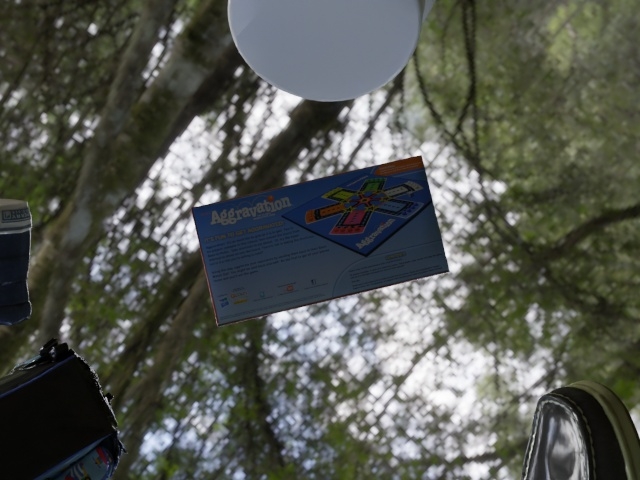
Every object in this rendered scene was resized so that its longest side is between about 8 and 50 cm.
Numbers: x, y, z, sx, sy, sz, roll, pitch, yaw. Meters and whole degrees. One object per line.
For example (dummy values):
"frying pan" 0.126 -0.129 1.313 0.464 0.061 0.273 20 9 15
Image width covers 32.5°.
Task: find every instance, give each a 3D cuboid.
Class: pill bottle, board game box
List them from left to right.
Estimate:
"board game box" 0.000 0.000 1.297 0.027 0.281 0.145 132 125 -85
"pill bottle" 0.016 -0.240 0.862 0.161 0.161 0.283 31 -143 -19

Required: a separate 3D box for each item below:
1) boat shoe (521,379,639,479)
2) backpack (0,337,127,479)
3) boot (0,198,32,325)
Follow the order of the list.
"boat shoe" 0.118 0.185 0.562 0.073 0.224 0.080 0 -174 -23
"backpack" -0.236 0.162 0.873 0.117 0.158 0.173 59 167 1
"boot" -0.285 0.011 0.791 0.189 0.086 0.069 6 -170 34
